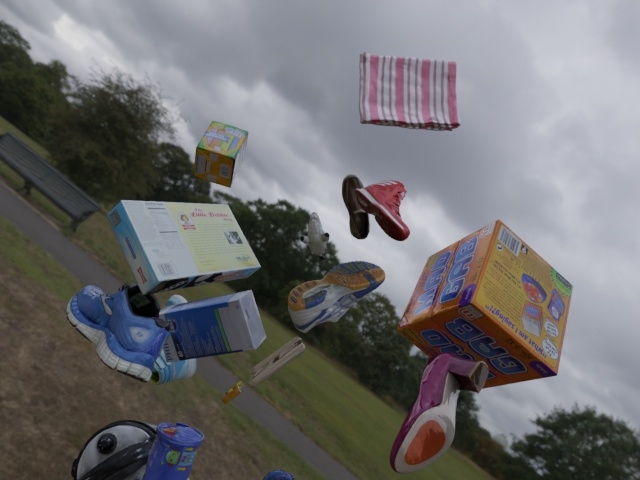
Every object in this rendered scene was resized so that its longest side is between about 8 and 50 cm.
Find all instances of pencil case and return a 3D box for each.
[{"bbox_3d":[-0.390,0.597,1.181,0.119,0.306,0.133,21,-2,-14],"label":"pencil case"}]

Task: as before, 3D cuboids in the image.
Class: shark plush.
[{"bbox_3d":[0.000,0.000,1.268,0.161,0.073,0.067,62,17,-49],"label":"shark plush"}]

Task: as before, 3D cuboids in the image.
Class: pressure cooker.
[{"bbox_3d":[-0.802,0.938,2.004,0.375,0.370,0.420,16,-25,3],"label":"pressure cooker"}]

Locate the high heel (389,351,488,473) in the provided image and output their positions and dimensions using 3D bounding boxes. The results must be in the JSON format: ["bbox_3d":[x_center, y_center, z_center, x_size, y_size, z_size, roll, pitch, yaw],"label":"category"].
[{"bbox_3d":[0.261,0.425,1.225,0.181,0.377,0.127,-10,-73,55],"label":"high heel"}]

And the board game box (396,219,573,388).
[{"bbox_3d":[0.544,0.226,1.610,0.356,0.356,0.356,39,-36,-9],"label":"board game box"}]

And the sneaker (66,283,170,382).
[{"bbox_3d":[-0.403,0.158,1.001,0.330,0.147,0.130,22,-18,42],"label":"sneaker"}]

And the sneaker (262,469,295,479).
[{"bbox_3d":[-0.169,0.822,1.560,0.083,0.221,0.087,45,12,-32],"label":"sneaker"}]

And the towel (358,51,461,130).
[{"bbox_3d":[0.168,-0.283,0.916,0.197,0.144,0.029,2,-12,-10],"label":"towel"}]

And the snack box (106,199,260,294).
[{"bbox_3d":[-0.284,0.007,1.067,0.322,0.060,0.187,-4,61,-60],"label":"snack box"}]

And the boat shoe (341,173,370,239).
[{"bbox_3d":[0.146,-0.126,1.855,0.095,0.095,0.257,-127,-159,-71],"label":"boat shoe"}]

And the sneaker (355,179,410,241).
[{"bbox_3d":[0.199,-0.098,1.297,0.221,0.128,0.087,51,-16,37],"label":"sneaker"}]

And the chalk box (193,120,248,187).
[{"bbox_3d":[-0.327,-0.305,1.631,0.132,0.213,0.132,16,-45,-4],"label":"chalk box"}]

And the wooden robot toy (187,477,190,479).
[{"bbox_3d":[-0.391,0.687,1.325,0.079,0.076,0.173,-101,169,-67],"label":"wooden robot toy"}]

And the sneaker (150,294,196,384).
[{"bbox_3d":[-0.558,0.364,1.741,0.127,0.319,0.208,-7,0,34],"label":"sneaker"}]

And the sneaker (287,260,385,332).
[{"bbox_3d":[0.046,0.156,1.357,0.112,0.296,0.131,-130,-152,-48],"label":"sneaker"}]

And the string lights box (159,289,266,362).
[{"bbox_3d":[-0.282,0.218,1.219,0.077,0.259,0.133,-41,117,-69],"label":"string lights box"}]

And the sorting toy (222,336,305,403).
[{"bbox_3d":[-0.180,0.433,1.608,0.041,0.307,0.229,55,-7,0],"label":"sorting toy"}]
